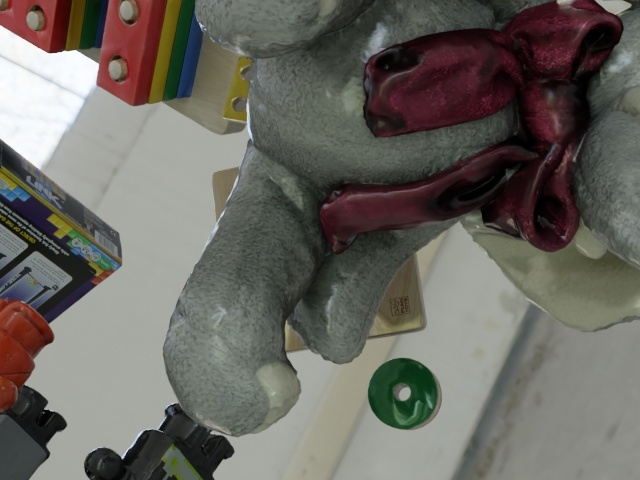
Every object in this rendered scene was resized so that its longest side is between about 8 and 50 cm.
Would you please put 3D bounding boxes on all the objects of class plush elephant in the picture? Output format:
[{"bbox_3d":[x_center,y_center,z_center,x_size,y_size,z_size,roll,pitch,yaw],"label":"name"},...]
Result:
[{"bbox_3d":[0.097,-0.055,0.594,0.330,0.256,0.271,-59,-18,-58],"label":"plush elephant"}]

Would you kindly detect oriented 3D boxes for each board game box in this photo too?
[{"bbox_3d":[-0.261,0.001,0.946,0.141,0.170,0.048,-36,36,15],"label":"board game box"}]

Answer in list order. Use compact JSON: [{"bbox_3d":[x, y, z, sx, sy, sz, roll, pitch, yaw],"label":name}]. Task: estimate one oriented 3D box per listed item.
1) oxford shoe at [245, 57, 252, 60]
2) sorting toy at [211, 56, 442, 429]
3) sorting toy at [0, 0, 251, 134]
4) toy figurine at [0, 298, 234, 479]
[{"bbox_3d":[-0.039,-0.216,0.726,0.227,0.083,0.096,84,-175,-46],"label":"oxford shoe"},{"bbox_3d":[0.000,0.000,0.844,0.046,0.132,0.274,40,-139,-72],"label":"sorting toy"},{"bbox_3d":[-0.151,-0.241,0.933,0.089,0.257,0.255,-18,-48,-48],"label":"sorting toy"},{"bbox_3d":[-0.176,0.167,0.788,0.148,0.213,0.209,-55,-9,-31],"label":"toy figurine"}]
